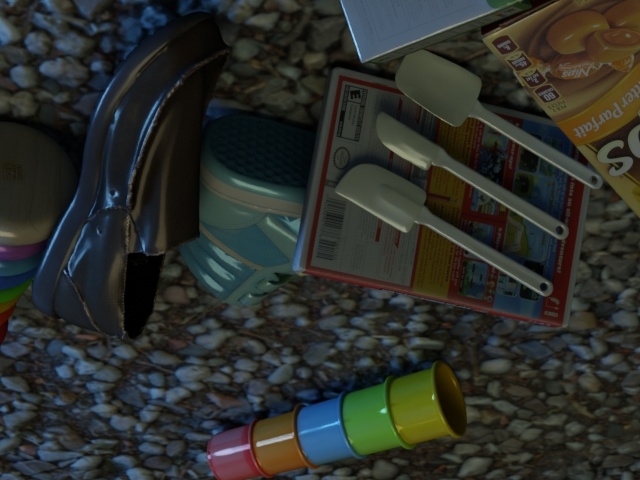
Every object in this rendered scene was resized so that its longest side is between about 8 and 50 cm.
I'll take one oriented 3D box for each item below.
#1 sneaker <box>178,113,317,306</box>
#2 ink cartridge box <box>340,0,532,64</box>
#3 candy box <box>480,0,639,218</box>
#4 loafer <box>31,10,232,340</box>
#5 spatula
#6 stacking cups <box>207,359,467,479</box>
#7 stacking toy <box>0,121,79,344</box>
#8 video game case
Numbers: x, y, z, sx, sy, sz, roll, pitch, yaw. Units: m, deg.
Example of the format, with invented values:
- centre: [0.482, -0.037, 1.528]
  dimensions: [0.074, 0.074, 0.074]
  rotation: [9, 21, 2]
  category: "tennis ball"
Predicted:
- centre: [0.000, 0.000, 1.913]
  dimensions: [0.319, 0.127, 0.208]
  rotation: [20, 134, -9]
  category: "sneaker"
- centre: [0.119, -0.241, 1.629]
  dimensions: [0.209, 0.109, 0.062]
  rotation: [-20, 177, 21]
  category: "ink cartridge box"
- centre: [0.307, -0.163, 1.745]
  dimensions: [0.183, 0.088, 0.316]
  rotation: [-25, 133, 26]
  category: "candy box"
- centre: [-0.155, -0.053, 1.777]
  dimensions: [0.130, 0.134, 0.366]
  rotation: [34, 123, 14]
  category: "loafer"
- centre: [0.154, -0.063, 1.801]
  dimensions: [0.242, 0.168, 0.019]
  rotation: [29, 171, -11]
  category: "spatula"
- centre: [0.011, 0.225, 2.200]
  dimensions: [0.316, 0.096, 0.096]
  rotation: [-16, 137, 20]
  category: "stacking cups"
- centre: [-0.353, 0.019, 1.944]
  dimensions: [0.141, 0.141, 0.330]
  rotation: [12, 145, -14]
  category: "stacking toy"
- centre: [0.126, -0.040, 1.818]
  dimensions: [0.285, 0.204, 0.025]
  rotation: [13, 171, -14]
  category: "video game case"
